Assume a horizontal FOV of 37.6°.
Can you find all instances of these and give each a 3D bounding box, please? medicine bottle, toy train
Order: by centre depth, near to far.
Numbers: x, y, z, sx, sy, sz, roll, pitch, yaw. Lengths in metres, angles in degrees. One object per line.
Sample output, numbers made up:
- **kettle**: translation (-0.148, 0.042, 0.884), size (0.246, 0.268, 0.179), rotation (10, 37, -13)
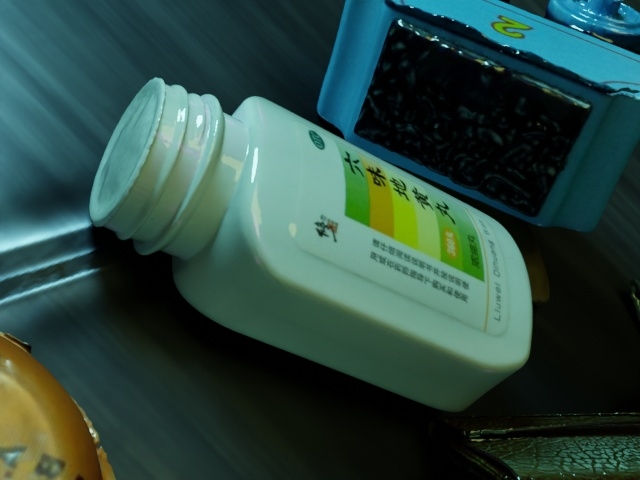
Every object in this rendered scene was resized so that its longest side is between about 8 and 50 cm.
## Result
- **medicine bottle**: translation (0.000, 0.000, 0.693), size (0.324, 0.124, 0.179), rotation (24, 42, -24)
- **toy train**: translation (0.173, -0.152, 0.900), size (0.300, 0.188, 0.265), rotation (24, 34, 11)

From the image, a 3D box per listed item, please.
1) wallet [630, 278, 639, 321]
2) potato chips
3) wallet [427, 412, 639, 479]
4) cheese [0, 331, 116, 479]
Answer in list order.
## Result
- **wallet**: translation (0.513, 0.155, 1.080), size (0.342, 0.075, 0.237), rotation (13, 50, -36)
- **potato chips**: translation (0.164, -0.026, 0.937), size (0.150, 0.049, 0.202), rotation (8, 44, -46)
- **wallet**: translation (0.218, 0.161, 0.711), size (0.243, 0.039, 0.133), rotation (5, 11, -22)
- **cheese**: translation (-0.142, 0.138, 0.413), size (0.329, 0.129, 0.217), rotation (32, 39, -17)
